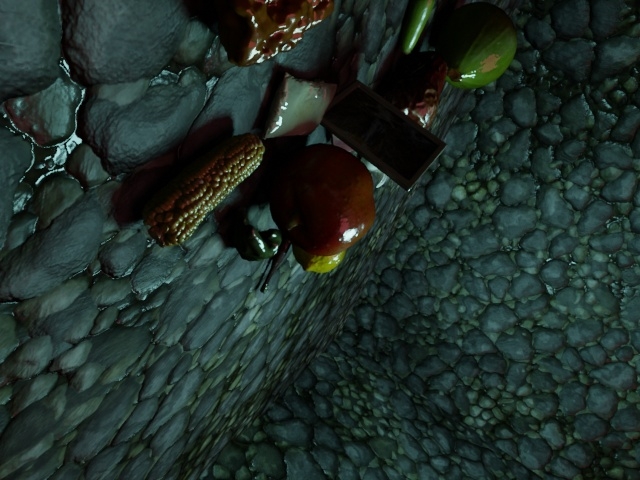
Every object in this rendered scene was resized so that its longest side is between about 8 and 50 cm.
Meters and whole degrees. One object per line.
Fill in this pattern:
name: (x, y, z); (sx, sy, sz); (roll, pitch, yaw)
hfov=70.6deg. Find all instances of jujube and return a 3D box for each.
jujube: (0.321, -0.505, 1.548); (0.216, 0.216, 0.342); (89, 24, -62)

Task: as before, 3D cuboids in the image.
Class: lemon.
lemon: (0.000, 0.000, 1.514); (0.188, 0.188, 0.256); (96, 13, -57)

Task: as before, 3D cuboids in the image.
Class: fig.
fig: (0.549, -0.691, 1.649); (0.316, 0.316, 0.316); (-51, 163, -23)

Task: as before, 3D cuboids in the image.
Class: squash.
squash: (0.288, -0.658, 1.360); (0.066, 0.066, 0.201); (-44, 160, -39)

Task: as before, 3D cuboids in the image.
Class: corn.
corn: (-0.210, -0.107, 0.855); (0.291, 0.101, 0.101); (-48, 161, -28)

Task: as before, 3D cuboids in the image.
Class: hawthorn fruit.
hawthorn fruit: (-0.008, -0.093, 1.160); (0.330, 0.287, 0.287); (-44, 159, -53)

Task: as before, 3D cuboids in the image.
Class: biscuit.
biscuit: (-0.051, -0.448, 0.673); (0.318, 0.111, 0.312); (-49, 161, -28)

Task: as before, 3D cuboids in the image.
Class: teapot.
teapot: (0.249, -0.351, 1.684); (0.298, 0.139, 0.204); (-58, 163, 12)

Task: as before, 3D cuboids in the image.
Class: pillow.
pillow: (-0.048, -0.309, 1.051); (0.230, 0.050, 0.148); (-24, 139, -58)

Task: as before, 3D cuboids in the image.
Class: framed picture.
framed picture: (0.164, -0.293, 1.219); (0.240, 0.324, 0.020); (-45, 171, -35)

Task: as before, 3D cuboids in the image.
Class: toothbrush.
toothbrush: (-0.120, 0.021, 1.471); (0.364, 0.041, 0.041); (-63, 163, 17)

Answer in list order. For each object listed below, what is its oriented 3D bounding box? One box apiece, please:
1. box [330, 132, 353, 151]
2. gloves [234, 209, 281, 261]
box: (0.105, -0.313, 1.322); (0.111, 0.156, 0.060); (75, 12, -71)
gloves: (-0.164, 0.003, 1.179); (0.268, 0.135, 0.107); (69, 13, -72)
